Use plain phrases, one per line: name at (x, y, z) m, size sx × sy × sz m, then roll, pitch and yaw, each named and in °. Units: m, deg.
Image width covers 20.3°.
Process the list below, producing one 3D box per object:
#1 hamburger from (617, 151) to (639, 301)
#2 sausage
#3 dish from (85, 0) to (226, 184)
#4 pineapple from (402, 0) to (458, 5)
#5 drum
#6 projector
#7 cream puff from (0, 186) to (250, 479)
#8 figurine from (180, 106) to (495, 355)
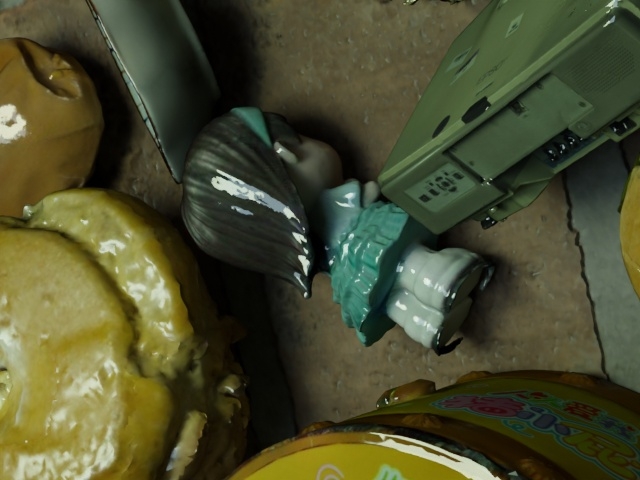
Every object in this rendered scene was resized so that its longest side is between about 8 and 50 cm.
hamburger at (0.275, -0.016, 1.040) m, size 0.209 × 0.162 × 0.330 m, roll 28°, pitch 118°, yaw 30°
sausage at (-0.267, -0.055, 1.477) m, size 0.241 × 0.120 × 0.136 m, roll -53°, pitch 55°, yaw 32°
dish at (-0.121, -0.139, 1.353) m, size 0.066 × 0.190 × 0.190 m, roll -26°, pitch 78°, yaw -5°
pineapple at (0.052, -0.237, 1.190) m, size 0.176 × 0.137 × 0.161 m, roll 0°, pitch 97°, yaw 38°
drum at (0.112, 0.304, 1.185) m, size 0.431 × 0.214 × 0.431 m, roll 8°, pitch 103°, yaw 36°
projector at (0.157, -0.121, 1.100) m, size 0.088 × 0.193 × 0.269 m, roll 37°, pitch 146°, yaw -11°
cream puff at (-0.204, 0.132, 1.385) m, size 0.327 × 0.231 × 0.343 m, roll 25°, pitch 84°, yaw 30°
figurine at (0.000, 0.000, 1.293) m, size 0.245 × 0.110 × 0.138 m, roll 31°, pitch 127°, yaw 22°
